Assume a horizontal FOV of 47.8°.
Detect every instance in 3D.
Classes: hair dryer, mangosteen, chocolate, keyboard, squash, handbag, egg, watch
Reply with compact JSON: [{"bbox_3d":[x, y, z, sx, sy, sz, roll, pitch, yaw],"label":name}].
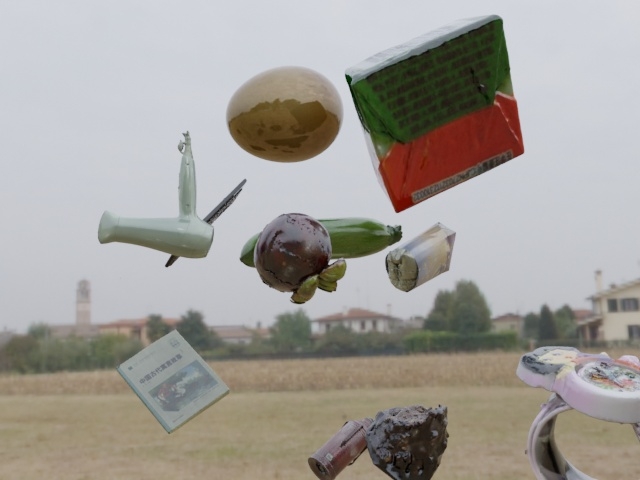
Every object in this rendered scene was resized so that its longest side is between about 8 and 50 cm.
[{"bbox_3d":[-0.289,-0.093,1.341,0.206,0.237,0.075,10,-7,-7],"label":"hair dryer"},{"bbox_3d":[-0.039,0.038,1.363,0.166,0.180,0.166,-43,-11,-10],"label":"mangosteen"},{"bbox_3d":[0.249,-0.291,1.627,0.360,0.341,0.161,-25,31,-8],"label":"chocolate"},{"bbox_3d":[-0.271,-0.015,1.527,0.381,0.041,0.103,-44,-4,-47],"label":"keyboard"},{"bbox_3d":[0.000,0.000,1.737,0.395,0.107,0.107,-7,-8,-4],"label":"squash"},{"bbox_3d":[0.213,0.039,1.573,0.173,0.117,0.095,-26,43,-36],"label":"handbag"},{"bbox_3d":[-0.092,-0.326,1.876,0.322,0.250,0.250,-9,-3,-30],"label":"egg"},{"bbox_3d":[0.426,0.298,1.142,0.244,0.231,0.196,7,18,34],"label":"watch"},{"bbox_3d":[0.242,0.476,1.844,0.206,0.177,0.224,35,30,16],"label":"chocolate"}]

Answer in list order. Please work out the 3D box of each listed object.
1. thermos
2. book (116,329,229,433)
[{"bbox_3d":[0.077,0.594,2.106,0.232,0.099,0.124,-36,-27,-32],"label":"thermos"},{"bbox_3d":[-0.421,0.398,2.057,0.215,0.025,0.282,-33,54,-30],"label":"book"}]
